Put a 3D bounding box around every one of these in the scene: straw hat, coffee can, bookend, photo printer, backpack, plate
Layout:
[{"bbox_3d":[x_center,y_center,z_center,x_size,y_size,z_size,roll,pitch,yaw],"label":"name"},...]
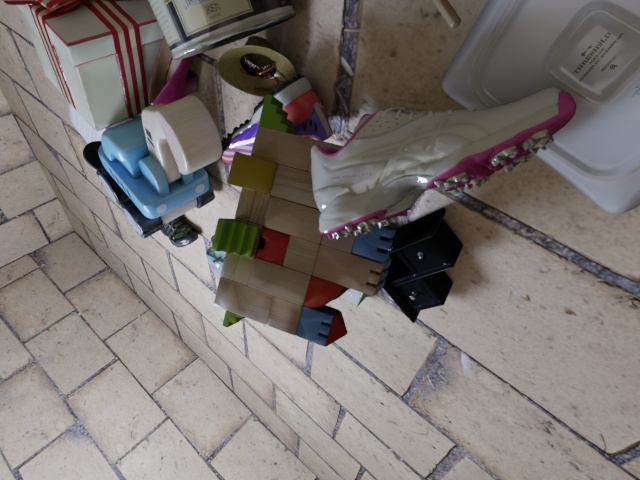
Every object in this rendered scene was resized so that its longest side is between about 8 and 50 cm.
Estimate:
[{"bbox_3d":[-0.107,-0.314,0.710,0.144,0.144,0.061,-16,68,55],"label":"straw hat"},{"bbox_3d":[-0.173,-0.425,0.567,0.201,0.201,0.276,10,129,46],"label":"coffee can"},{"bbox_3d":[0.180,0.049,0.697,0.157,0.072,0.156,50,139,-12],"label":"bookend"},{"bbox_3d":[-0.682,-0.343,1.338,0.308,0.107,0.256,53,146,-3],"label":"photo printer"},{"bbox_3d":[-0.208,0.032,1.073,0.188,0.166,0.145,-1,119,47],"label":"backpack"},{"bbox_3d":[0.278,-0.183,0.400,0.278,0.045,0.277,42,145,13],"label":"plate"}]

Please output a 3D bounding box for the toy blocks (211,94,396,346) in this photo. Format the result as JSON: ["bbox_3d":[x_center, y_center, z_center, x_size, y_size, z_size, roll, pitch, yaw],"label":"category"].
[{"bbox_3d":[0.000,0.000,0.641,0.260,0.190,0.382,17,97,15],"label":"toy blocks"}]

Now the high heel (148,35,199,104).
[{"bbox_3d":[-0.315,-0.394,0.842,0.082,0.117,0.244,43,146,13],"label":"high heel"}]

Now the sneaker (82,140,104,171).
[{"bbox_3d":[-0.579,-0.192,1.257,0.281,0.107,0.162,23,157,-26],"label":"sneaker"}]

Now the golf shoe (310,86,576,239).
[{"bbox_3d":[0.112,-0.109,0.470,0.306,0.115,0.140,-23,79,25],"label":"golf shoe"}]

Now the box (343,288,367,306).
[{"bbox_3d":[0.035,0.059,0.922,0.179,0.043,0.105,37,145,17],"label":"box"}]

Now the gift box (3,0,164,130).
[{"bbox_3d":[-0.497,-0.444,0.893,0.276,0.255,0.258,41,147,10],"label":"gift box"}]

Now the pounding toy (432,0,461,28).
[{"bbox_3d":[0.143,-0.315,0.392,0.181,0.094,0.206,60,178,-30],"label":"pounding toy"}]

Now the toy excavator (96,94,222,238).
[{"bbox_3d":[-0.380,-0.198,0.950,0.433,0.222,0.445,43,151,22],"label":"toy excavator"}]

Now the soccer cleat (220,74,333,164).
[{"bbox_3d":[-0.100,-0.192,0.794,0.318,0.108,0.116,-19,110,53],"label":"soccer cleat"}]

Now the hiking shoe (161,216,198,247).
[{"bbox_3d":[-0.514,-0.054,1.430,0.226,0.086,0.114,22,140,39],"label":"hiking shoe"}]
